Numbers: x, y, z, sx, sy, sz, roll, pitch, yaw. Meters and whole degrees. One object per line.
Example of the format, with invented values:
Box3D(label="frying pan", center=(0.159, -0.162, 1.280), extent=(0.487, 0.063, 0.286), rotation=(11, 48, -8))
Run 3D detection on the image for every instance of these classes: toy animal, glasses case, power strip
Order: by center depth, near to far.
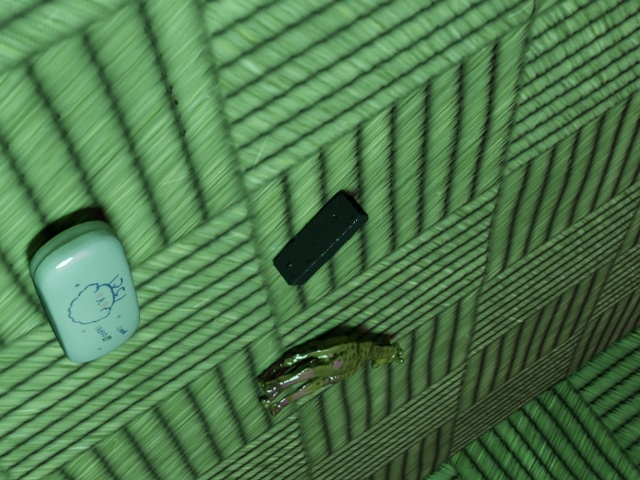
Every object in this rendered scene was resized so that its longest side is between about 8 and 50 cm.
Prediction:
Box3D(label="glasses case", center=(-0.195, 0.047, 0.986), extent=(0.076, 0.049, 0.197), rotation=(-30, 157, -18))
Box3D(label="power strip", center=(0.000, 0.000, 1.205), extent=(0.111, 0.038, 0.029), rotation=(-45, 158, 21))
Box3D(label="toy animal", center=(0.024, 0.161, 1.540), extent=(0.275, 0.054, 0.149), rotation=(-19, 154, -39))
